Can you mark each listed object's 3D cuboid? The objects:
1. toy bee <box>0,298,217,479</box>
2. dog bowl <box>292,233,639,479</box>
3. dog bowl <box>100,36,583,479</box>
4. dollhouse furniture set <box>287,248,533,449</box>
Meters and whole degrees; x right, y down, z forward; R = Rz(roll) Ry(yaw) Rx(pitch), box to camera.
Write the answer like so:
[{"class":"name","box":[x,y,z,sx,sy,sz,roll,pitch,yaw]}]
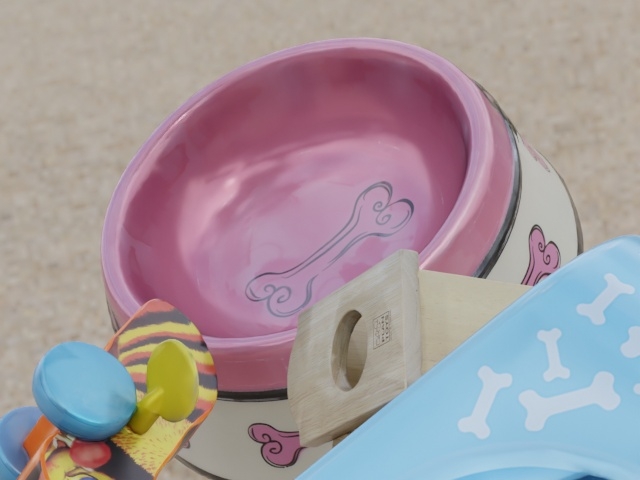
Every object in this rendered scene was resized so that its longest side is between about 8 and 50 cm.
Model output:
[{"class":"toy bee","box":[-0.153,0.162,1.227,0.298,0.162,0.195,-39,-10,-32]},{"class":"dog bowl","box":[0.023,0.108,0.545,0.297,0.074,0.166,-37,-18,-16]},{"class":"dog bowl","box":[0.000,0.000,1.522,0.408,0.150,0.408,-15,44,15]},{"class":"dollhouse furniture set","box":[0.090,0.105,0.756,0.181,0.161,0.101,9,-22,-25]}]
